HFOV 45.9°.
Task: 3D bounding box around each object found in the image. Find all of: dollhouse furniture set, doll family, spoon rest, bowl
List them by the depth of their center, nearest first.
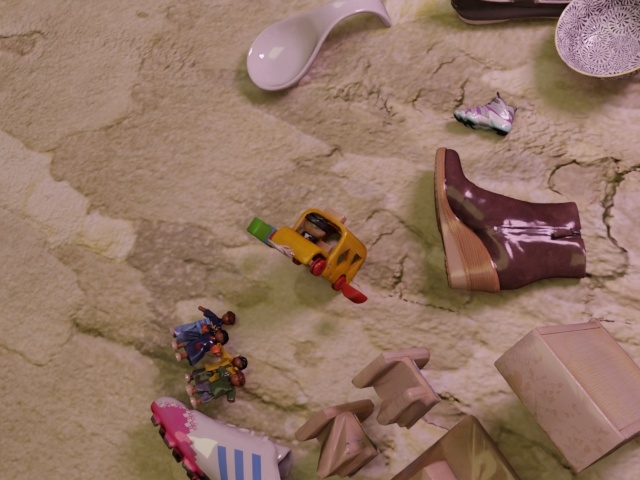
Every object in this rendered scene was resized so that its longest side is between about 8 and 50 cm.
[{"bbox_3d":[0.240,0.294,1.024,0.394,0.256,0.362,-48,61,25],"label":"dollhouse furniture set"},{"bbox_3d":[0.455,-0.308,1.166,0.170,0.080,0.170,-10,67,24],"label":"bowl"},{"bbox_3d":[-0.177,0.186,1.246,0.111,0.076,0.193,-22,68,-6],"label":"doll family"},{"bbox_3d":[-0.013,-0.368,1.368,0.276,0.084,0.137,-25,66,11],"label":"spoon rest"}]

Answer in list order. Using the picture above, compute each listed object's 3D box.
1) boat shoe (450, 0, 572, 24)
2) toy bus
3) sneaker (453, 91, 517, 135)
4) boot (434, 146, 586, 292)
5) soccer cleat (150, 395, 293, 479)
[{"bbox_3d":[0.376,-0.424,1.229,0.335,0.095,0.112,-4,72,20],"label":"boat shoe"},{"bbox_3d":[0.000,0.001,1.190,0.104,0.191,0.202,-56,20,-4],"label":"toy bus"},{"bbox_3d":[0.273,-0.215,1.238,0.098,0.038,0.069,20,80,16],"label":"sneaker"},{"bbox_3d":[0.285,-0.041,1.165,0.207,0.090,0.248,-8,69,6],"label":"boot"},{"bbox_3d":[-0.132,0.343,1.184,0.143,0.116,0.331,-37,58,-21],"label":"soccer cleat"}]
